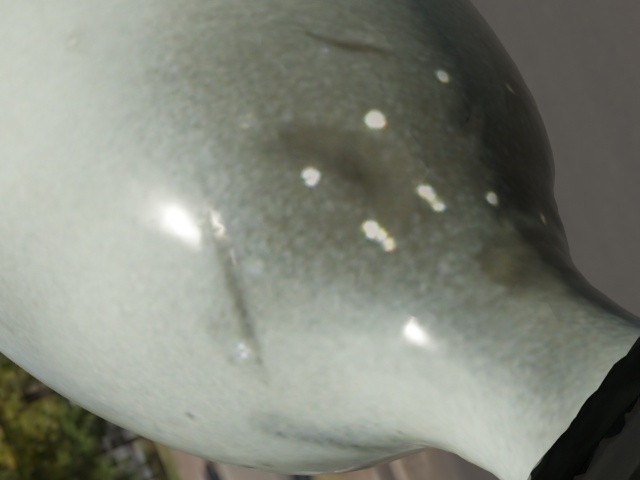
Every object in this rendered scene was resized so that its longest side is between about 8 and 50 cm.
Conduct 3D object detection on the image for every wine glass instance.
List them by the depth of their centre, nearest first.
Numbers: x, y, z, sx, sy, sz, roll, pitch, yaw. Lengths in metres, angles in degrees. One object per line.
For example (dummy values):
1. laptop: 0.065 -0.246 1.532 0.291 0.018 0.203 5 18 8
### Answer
1. wine glass: 0.002 -0.003 0.486 0.357 0.190 0.190 34 149 43
